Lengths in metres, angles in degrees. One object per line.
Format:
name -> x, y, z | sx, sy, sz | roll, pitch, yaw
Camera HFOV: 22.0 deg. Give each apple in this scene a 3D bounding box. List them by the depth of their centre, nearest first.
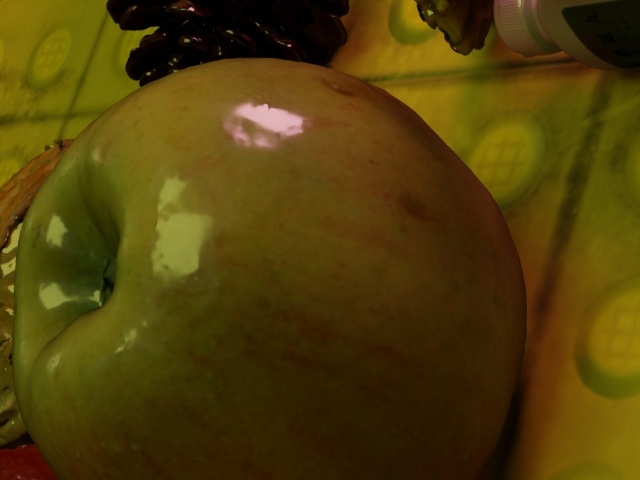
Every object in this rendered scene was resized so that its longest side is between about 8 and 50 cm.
apple -> -0.043, 0.056, 1.060 | 0.338, 0.305, 0.338 | -24, 51, 34

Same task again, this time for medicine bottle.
medicine bottle -> 0.214, -0.161, 1.080 | 0.219, 0.115, 0.078 | 0, 67, 46

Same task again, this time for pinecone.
pinecone -> -0.076, -0.180, 1.338 | 0.208, 0.208, 0.207 | -26, 48, 34

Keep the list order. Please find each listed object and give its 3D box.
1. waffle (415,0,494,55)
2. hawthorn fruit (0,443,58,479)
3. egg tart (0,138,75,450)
waffle -> 0.109, -0.252, 1.179 | 0.051, 0.231, 0.228 | 10, 70, 18
hawthorn fruit -> -0.204, 0.240, 1.232 | 0.173, 0.179, 0.173 | -45, 0, 0
egg tart -> -0.226, 0.024, 1.356 | 0.341, 0.132, 0.341 | -42, 21, 21
